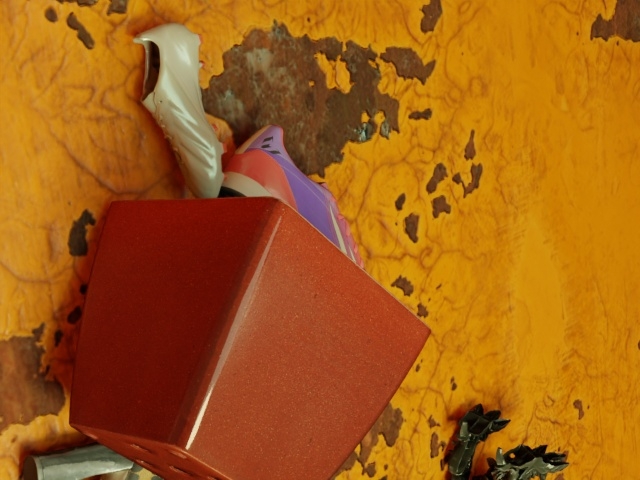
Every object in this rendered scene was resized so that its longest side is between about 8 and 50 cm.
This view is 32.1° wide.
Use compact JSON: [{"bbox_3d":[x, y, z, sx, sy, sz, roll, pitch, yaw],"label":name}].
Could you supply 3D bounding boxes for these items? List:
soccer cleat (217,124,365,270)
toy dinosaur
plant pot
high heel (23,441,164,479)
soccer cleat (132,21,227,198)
[{"bbox_3d":[0.000,0.000,1.320,0.318,0.108,0.116,47,62,-34],"label":"soccer cleat"},{"bbox_3d":[0.235,0.372,1.568,0.322,0.164,0.218,-5,118,-63],"label":"toy dinosaur"},{"bbox_3d":[-0.096,0.126,1.121,0.267,0.267,0.236,41,63,-38],"label":"plant pot"},{"bbox_3d":[-0.216,0.337,1.181,0.186,0.093,0.261,-4,94,-40],"label":"high heel"},{"bbox_3d":[-0.153,-0.133,1.187,0.076,0.068,0.196,-16,100,-34],"label":"soccer cleat"}]
